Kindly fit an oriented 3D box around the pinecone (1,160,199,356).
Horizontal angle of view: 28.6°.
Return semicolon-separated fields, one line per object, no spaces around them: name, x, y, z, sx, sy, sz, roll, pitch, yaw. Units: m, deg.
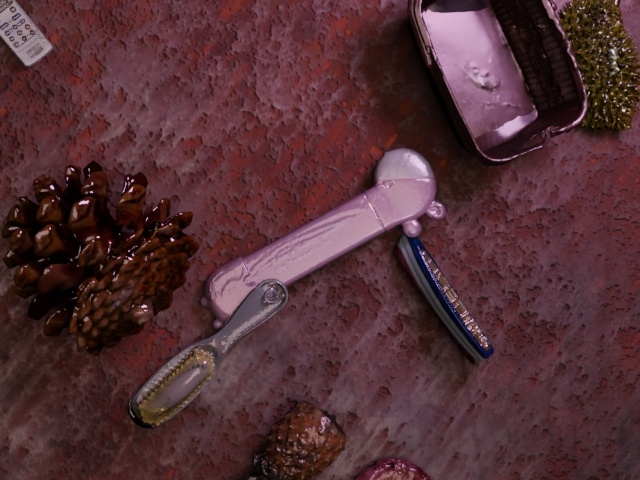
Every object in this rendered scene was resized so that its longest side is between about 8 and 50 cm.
pinecone;-0.312;0.011;1.699;0.264;0.264;0.264;0;90;-11

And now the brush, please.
brush;-0.160;0.166;1.790;0.297;0.060;0.068;-44;101;2

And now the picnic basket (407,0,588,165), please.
picnic basket;0.249;-0.268;1.862;0.222;0.129;0.297;-26;95;-12

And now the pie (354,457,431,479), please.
pie;0.106;0.400;1.875;0.153;0.038;0.153;0;91;-9

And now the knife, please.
knife;0.000;0.000;1.853;0.398;0.038;0.132;-29;86;-7

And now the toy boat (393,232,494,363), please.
toy boat;0.181;0.083;1.880;0.046;0.080;0.229;-36;89;19

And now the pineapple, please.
pineapple;-0.054;0.324;1.816;0.197;0.108;0.108;-44;97;-2

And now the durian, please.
durian;0.423;-0.278;1.915;0.137;0.095;0.221;-4;84;-12

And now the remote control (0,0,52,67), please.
remote control;-0.438;-0.306;1.785;0.053;0.018;0.124;-39;97;-9
